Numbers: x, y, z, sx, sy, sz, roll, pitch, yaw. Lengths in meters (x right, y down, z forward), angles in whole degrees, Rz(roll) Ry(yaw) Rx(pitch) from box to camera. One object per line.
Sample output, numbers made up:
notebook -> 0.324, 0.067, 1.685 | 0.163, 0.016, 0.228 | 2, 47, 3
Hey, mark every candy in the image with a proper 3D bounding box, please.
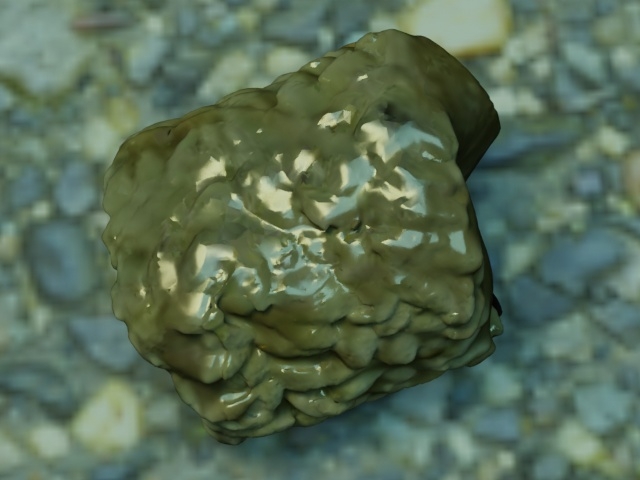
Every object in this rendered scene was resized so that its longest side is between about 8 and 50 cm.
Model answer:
candy -> 0.000, 0.000, 0.529 | 0.110, 0.085, 0.095 | -14, 66, 4
